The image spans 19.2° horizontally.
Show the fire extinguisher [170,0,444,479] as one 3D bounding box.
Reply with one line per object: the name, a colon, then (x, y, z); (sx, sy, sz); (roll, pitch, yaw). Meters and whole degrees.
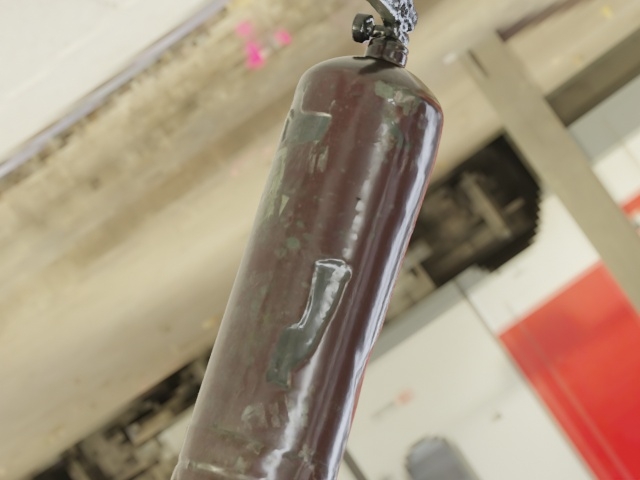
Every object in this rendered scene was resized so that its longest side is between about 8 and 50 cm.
fire extinguisher: (0.000, 0.000, 0.844); (0.089, 0.072, 0.267); (34, 71, -62)
